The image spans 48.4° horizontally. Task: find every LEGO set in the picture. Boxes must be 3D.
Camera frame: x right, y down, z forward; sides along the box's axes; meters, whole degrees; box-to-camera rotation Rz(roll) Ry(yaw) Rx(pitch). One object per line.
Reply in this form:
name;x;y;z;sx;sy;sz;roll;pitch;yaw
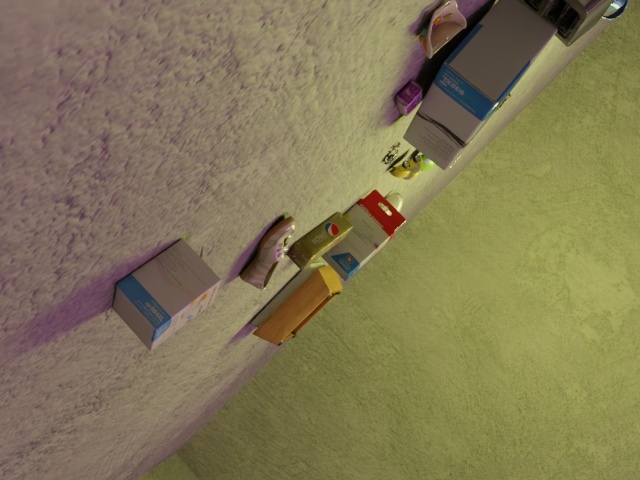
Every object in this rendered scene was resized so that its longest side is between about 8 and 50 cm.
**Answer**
LEGO set;0.179;-0.208;1.757;0.054;0.023;0.083;-43;171;-10

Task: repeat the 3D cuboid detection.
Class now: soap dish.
soap dish;-0.065;0.199;2.240;0.291;0.118;0.229;-44;171;9

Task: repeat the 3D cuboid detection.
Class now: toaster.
toaster;0.459;-0.473;1.321;0.110;0.168;0.185;-42;172;-6

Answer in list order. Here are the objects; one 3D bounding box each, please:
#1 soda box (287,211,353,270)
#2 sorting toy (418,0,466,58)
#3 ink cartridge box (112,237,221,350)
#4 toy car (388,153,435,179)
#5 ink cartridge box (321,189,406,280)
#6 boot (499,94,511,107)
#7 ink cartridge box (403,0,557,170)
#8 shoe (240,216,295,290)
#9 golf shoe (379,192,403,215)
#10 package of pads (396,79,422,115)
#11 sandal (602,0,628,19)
soda box;0.000;0.000;1.806;0.181;0.058;0.061;-38;169;-40
sorting toy;0.191;-0.346;1.131;0.083;0.045;0.075;-42;164;-10
ink cartridge box;-0.220;0.075;1.054;0.143;0.090;0.092;-38;169;-31
toy car;0.304;-0.227;2.001;0.239;0.053;0.225;-27;-179;4
ink cartridge box;0.109;-0.017;1.966;0.231;0.134;0.078;-41;170;-16
boot;0.445;-0.371;2.007;0.178;0.085;0.236;-45;172;19
ink cartridge box;0.311;-0.310;1.447;0.223;0.129;0.307;-50;175;-19
shoe;-0.099;0.030;1.491;0.076;0.058;0.219;-35;168;-45
golf shoe;0.193;-0.084;2.274;0.176;0.069;0.086;-46;165;6
package of pads;0.173;-0.276;1.389;0.050;0.032;0.083;-49;172;2
sandal;0.741;-0.658;1.854;0.126;0.138;0.317;-46;170;23
